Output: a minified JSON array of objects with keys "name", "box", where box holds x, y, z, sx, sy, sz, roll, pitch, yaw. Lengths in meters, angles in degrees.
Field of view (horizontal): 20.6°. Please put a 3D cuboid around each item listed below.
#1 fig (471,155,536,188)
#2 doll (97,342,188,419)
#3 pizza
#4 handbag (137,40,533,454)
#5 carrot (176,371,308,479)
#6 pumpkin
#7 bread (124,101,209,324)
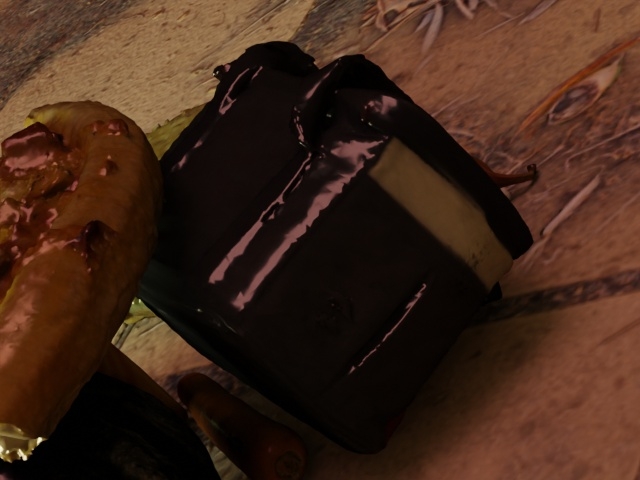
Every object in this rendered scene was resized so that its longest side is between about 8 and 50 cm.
[{"name":"fig","box":[0.095,-0.035,1.110,0.083,0.050,0.050,-11,32,10]},{"name":"doll","box":[-0.242,0.135,1.128,0.270,0.167,0.162,-40,66,10]},{"name":"pizza","box":[-0.184,0.022,0.955,0.226,0.086,0.335,-32,26,15]},{"name":"handbag","box":[0.000,0.000,1.016,0.181,0.181,0.254,-51,27,-8]},{"name":"carrot","box":[-0.056,0.107,1.070,0.037,0.037,0.190,-43,25,-9]},{"name":"pumpkin","box":[-0.154,0.172,0.947,0.220,0.162,0.220,-39,20,18]},{"name":"bread","box":[-0.122,-0.012,1.280,0.196,0.102,0.138,-23,27,36]}]
